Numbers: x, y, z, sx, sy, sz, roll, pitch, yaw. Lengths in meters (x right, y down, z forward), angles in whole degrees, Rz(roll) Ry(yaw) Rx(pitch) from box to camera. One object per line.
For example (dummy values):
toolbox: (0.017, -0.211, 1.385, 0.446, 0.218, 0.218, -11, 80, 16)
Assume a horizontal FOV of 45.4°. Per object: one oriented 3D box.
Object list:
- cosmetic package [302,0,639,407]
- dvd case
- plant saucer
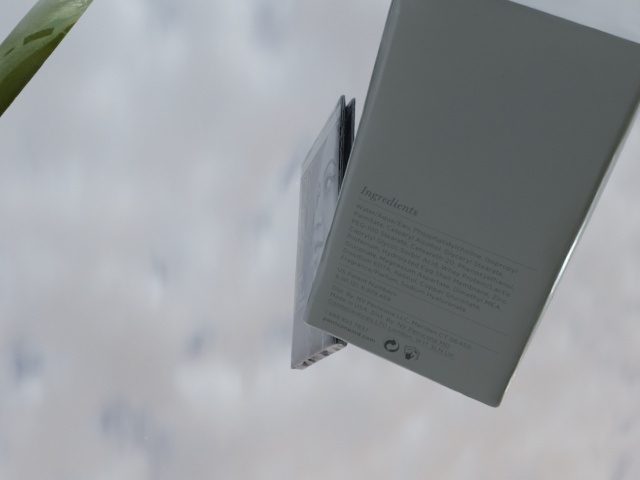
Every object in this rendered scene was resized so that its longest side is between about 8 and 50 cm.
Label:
cosmetic package: (0.114, -0.059, 0.501, 0.224, 0.138, 0.225, -45, -27, -57)
dvd case: (0.000, 0.000, 0.713, 0.018, 0.164, 0.221, 7, -107, -12)
plant saucer: (-0.294, -0.149, 0.709, 0.037, 0.241, 0.241, 39, -89, -23)
